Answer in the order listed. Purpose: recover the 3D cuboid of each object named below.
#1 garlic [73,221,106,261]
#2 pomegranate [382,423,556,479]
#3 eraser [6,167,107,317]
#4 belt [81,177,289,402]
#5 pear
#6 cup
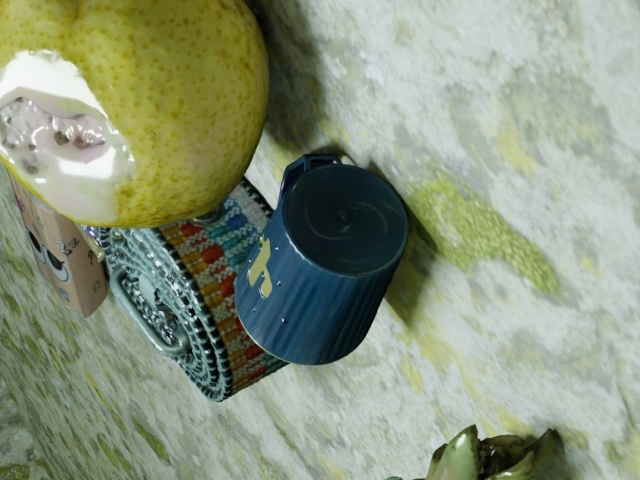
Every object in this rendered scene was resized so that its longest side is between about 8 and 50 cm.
[{"bbox_3d":[-0.287,-0.078,1.617,0.196,0.101,0.087,59,162,6],"label":"garlic"},{"bbox_3d":[0.106,0.295,1.074,0.260,0.260,0.341,41,126,39],"label":"pomegranate"},{"bbox_3d":[-0.406,-0.032,1.943,0.171,0.087,0.291,44,153,32],"label":"eraser"},{"bbox_3d":[-0.141,0.030,1.360,0.295,0.160,0.207,52,156,18],"label":"belt"},{"bbox_3d":[-0.168,-0.142,1.101,0.271,0.271,0.271,46,154,31],"label":"pear"},{"bbox_3d":[0.000,0.000,1.102,0.155,0.131,0.177,118,145,-59],"label":"cup"}]
